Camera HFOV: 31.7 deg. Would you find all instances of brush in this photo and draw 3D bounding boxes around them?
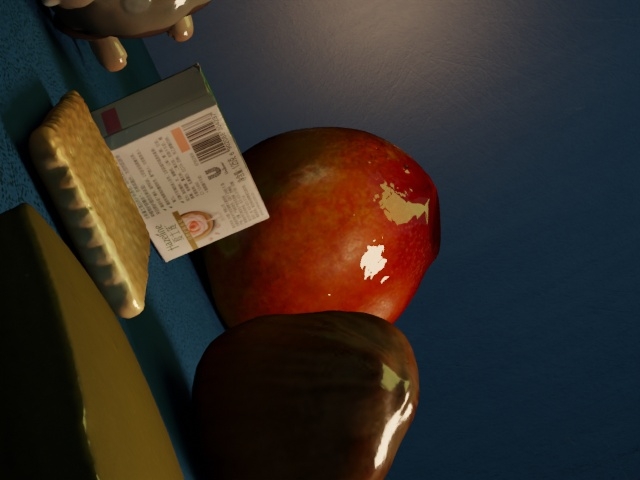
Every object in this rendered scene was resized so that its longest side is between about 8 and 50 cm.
[{"bbox_3d":[-0.108,0.090,0.500,0.197,0.059,0.123,64,2,35],"label":"brush"}]

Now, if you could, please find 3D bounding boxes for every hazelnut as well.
[{"bbox_3d":[-0.019,0.141,0.986,0.186,0.210,0.210,27,-3,3],"label":"hazelnut"}]

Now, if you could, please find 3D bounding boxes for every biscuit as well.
[{"bbox_3d":[-0.186,-0.036,0.924,0.249,0.030,0.160,-117,-178,-73],"label":"biscuit"}]

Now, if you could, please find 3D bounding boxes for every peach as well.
[{"bbox_3d":[0.000,0.000,1.710,0.388,0.388,0.388,156,-90,-89],"label":"peach"}]

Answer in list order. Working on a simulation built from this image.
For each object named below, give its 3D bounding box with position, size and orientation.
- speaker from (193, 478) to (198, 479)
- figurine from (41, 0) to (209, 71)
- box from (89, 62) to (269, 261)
[{"bbox_3d":[-0.064,0.208,0.581,0.218,0.044,0.082,-118,-176,-74],"label":"speaker"},{"bbox_3d":[-0.229,-0.322,1.318,0.203,0.248,0.380,61,-13,-5],"label":"figurine"},{"bbox_3d":[-0.153,-0.081,1.242,0.199,0.135,0.081,68,-3,-48],"label":"box"}]
